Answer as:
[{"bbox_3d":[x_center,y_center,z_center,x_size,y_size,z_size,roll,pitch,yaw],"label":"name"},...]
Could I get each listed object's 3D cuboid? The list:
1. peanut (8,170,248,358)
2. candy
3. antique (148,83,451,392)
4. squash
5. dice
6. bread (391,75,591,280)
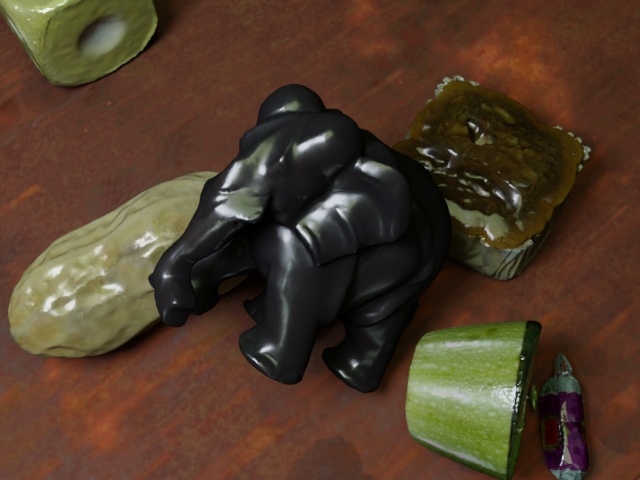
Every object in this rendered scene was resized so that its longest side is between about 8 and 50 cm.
[{"bbox_3d":[-0.202,0.028,0.941,0.313,0.152,0.152,-26,71,-8],"label":"peanut"},{"bbox_3d":[0.266,0.210,0.922,0.043,0.045,0.175,14,64,-30],"label":"candy"},{"bbox_3d":[0.000,0.000,0.850,0.255,0.322,0.185,-55,48,14],"label":"antique"},{"bbox_3d":[0.166,0.161,0.886,0.123,0.170,0.170,5,68,22],"label":"squash"},{"bbox_3d":[-0.318,-0.315,1.063,0.169,0.166,0.169,-33,73,-12],"label":"dice"},{"bbox_3d":[0.187,-0.077,0.997,0.210,0.110,0.192,33,71,13],"label":"bread"}]
